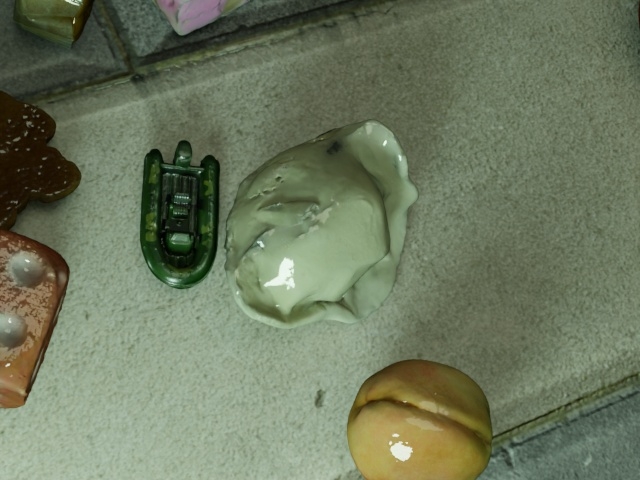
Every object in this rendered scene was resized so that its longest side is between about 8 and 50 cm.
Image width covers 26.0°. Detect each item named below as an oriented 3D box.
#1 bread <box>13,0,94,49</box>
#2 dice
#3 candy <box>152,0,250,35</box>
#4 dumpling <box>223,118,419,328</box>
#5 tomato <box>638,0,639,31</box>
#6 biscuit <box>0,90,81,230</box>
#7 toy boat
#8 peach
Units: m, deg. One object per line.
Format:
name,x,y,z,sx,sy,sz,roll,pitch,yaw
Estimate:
bread,-0.336,-0.387,1.855,0.110,0.192,0.210,12,63,-11
dice,-0.397,0.093,1.623,0.174,0.175,0.179,15,62,-9
candy,-0.207,-0.434,1.961,0.155,0.116,0.265,-28,77,-28
dumpling,0.000,0.000,1.813,0.318,0.187,0.243,-51,126,-21
tomato,0.633,-0.366,2.075,0.290,0.293,0.325,29,66,15
biscuit,-0.450,-0.110,1.777,0.290,0.041,0.208,17,59,-4
toy boat,-0.183,-0.031,1.811,0.104,0.052,0.210,8,63,-15
peach,0.119,0.232,1.707,0.184,0.184,0.184,6,64,-13
